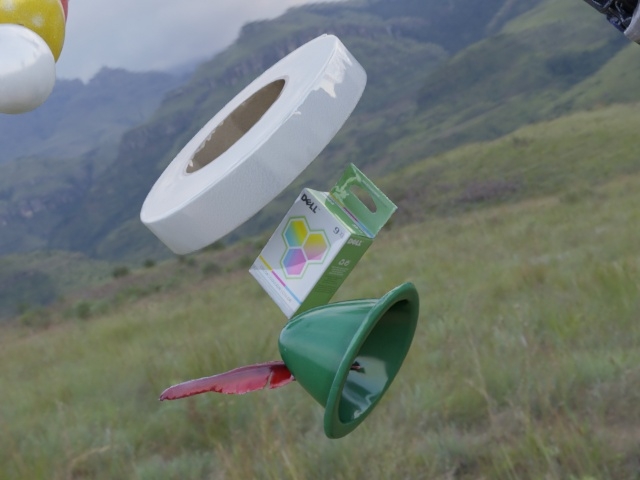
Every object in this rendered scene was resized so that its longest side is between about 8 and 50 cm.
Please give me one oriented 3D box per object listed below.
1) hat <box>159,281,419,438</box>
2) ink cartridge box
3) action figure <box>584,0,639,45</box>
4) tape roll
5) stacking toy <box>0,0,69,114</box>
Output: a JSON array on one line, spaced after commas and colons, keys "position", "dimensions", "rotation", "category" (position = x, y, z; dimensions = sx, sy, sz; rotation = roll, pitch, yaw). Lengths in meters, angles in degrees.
[{"position": [-0.024, 0.094, 0.960], "dimensions": [0.183, 0.173, 0.208], "rotation": [25, 32, 23], "category": "hat"}, {"position": [0.000, 0.000, 1.288], "dimensions": [0.062, 0.109, 0.209], "rotation": [12, -60, -52], "category": "ink cartridge box"}, {"position": [0.362, -0.308, 0.991], "dimensions": [0.178, 0.341, 0.330], "rotation": [-55, 17, 15], "category": "action figure"}, {"position": [-0.099, -0.143, 1.332], "dimensions": [0.392, 0.072, 0.392], "rotation": [-38, 20, 17], "category": "tape roll"}, {"position": [-0.478, -0.329, 1.333], "dimensions": [0.350, 0.350, 0.480], "rotation": [-25, 42, -16], "category": "stacking toy"}]
